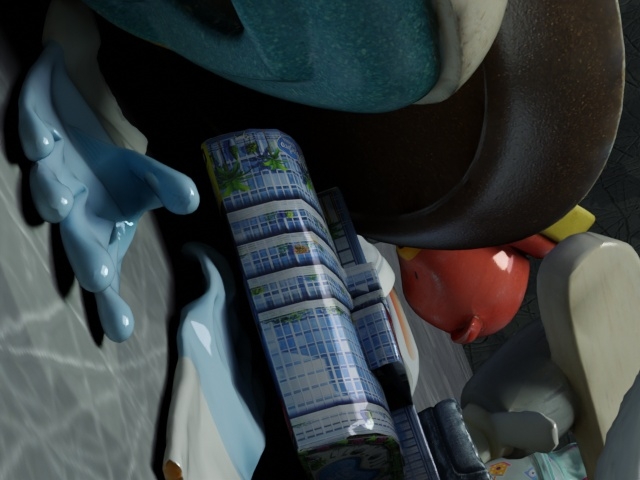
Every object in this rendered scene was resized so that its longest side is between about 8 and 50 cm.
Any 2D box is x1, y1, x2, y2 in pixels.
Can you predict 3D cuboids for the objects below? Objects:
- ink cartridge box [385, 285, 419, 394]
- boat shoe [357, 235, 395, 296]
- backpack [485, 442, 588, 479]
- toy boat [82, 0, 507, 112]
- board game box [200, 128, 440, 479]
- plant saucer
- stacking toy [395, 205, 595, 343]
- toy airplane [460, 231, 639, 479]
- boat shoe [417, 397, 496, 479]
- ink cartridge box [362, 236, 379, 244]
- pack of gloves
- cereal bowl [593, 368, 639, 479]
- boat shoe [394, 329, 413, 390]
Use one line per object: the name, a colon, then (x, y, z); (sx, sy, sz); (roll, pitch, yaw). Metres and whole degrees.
ink cartridge box: (0.058, 0.099, 1.312); (0.179, 0.045, 0.145); (66, 5, 19)
boat shoe: (0.000, 0.000, 1.056); (0.063, 0.066, 0.184); (54, 10, -20)
backpack: (0.181, 0.247, 1.397); (0.188, 0.144, 0.166); (29, 44, -77)
toy boat: (-0.075, -0.179, 0.611); (0.267, 0.148, 0.318); (25, -31, 51)
board game box: (0.011, 0.069, 0.768); (0.194, 0.060, 0.194); (77, -6, -68)
plant saucer: (0.001, -0.115, 0.804); (0.310, 0.050, 0.311); (29, -40, 27)
stacking toy: (0.038, -0.041, 1.302); (0.279, 0.130, 0.309); (28, 4, -9)
toy airplane: (0.198, 0.197, 1.050); (0.384, 0.272, 0.386); (8, 85, -60)
boat shoe: (0.063, 0.168, 0.825); (0.065, 0.083, 0.183); (54, 14, -68)
ink cartridge box: (0.011, -0.183, 0.984); (0.270, 0.151, 0.395); (-131, -157, -55)
pack of gloves: (-0.046, 0.008, 0.629); (0.232, 0.046, 0.195); (-100, 165, -68)
cereal bowl: (0.260, 0.164, 0.703); (0.141, 0.339, 0.339); (113, -39, -57)
boat shoe: (0.031, 0.079, 1.158); (0.046, 0.038, 0.125); (42, 16, -29)
